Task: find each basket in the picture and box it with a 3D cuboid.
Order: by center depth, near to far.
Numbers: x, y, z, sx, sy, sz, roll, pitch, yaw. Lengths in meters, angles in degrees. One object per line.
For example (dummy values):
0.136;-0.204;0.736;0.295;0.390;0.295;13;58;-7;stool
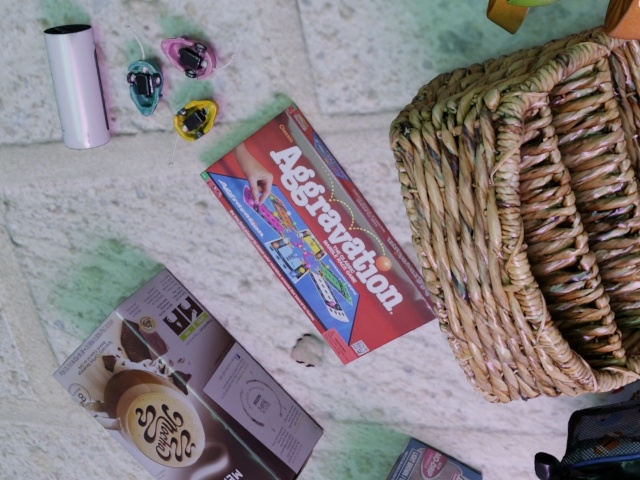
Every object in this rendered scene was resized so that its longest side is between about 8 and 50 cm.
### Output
0.217;-0.016;0.764;0.223;0.213;0.299;-11;110;29;basket

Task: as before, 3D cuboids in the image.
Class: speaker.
-0.278;-0.177;1.002;0.055;0.055;0.136;7;117;21;speaker

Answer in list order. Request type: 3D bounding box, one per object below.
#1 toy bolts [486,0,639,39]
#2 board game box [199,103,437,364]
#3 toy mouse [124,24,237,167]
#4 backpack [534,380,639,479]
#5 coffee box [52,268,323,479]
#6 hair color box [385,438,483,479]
0.246;-0.255;0.685;0.159;0.218;0.228;18;89;0;toy bolts
0.000;0.000;0.983;0.145;0.027;0.281;-32;99;32;board game box
-0.161;-0.182;0.960;0.161;0.031;0.143;-38;96;34;toy mouse
0.387;0.245;0.824;0.263;0.213;0.276;-20;112;39;backpack
-0.166;0.208;1.107;0.297;0.119;0.168;46;123;-2;coffee box
0.073;0.432;1.080;0.105;0.174;0.347;27;122;12;hair color box
